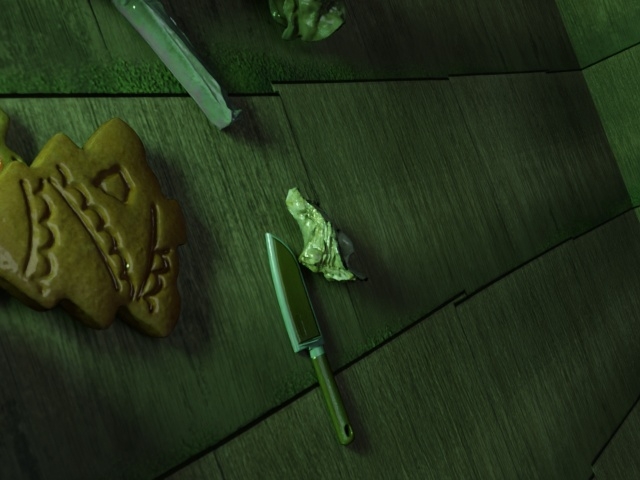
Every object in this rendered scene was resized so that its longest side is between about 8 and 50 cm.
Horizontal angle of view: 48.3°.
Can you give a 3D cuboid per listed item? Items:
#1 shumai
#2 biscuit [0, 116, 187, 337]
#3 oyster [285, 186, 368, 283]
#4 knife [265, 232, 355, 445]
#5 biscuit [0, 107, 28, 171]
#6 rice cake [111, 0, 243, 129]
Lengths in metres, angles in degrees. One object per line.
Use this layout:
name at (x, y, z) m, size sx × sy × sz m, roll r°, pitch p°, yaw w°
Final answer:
shumai at (-0.053, -0.442, 1.230) m, size 0.184 × 0.218 × 0.185 m, roll -39°, pitch 147°, yaw -75°
biscuit at (-0.268, -0.009, 0.822) m, size 0.306 × 0.043 × 0.283 m, roll -11°, pitch 86°, yaw -57°
oyster at (0.000, 0.000, 1.139) m, size 0.191 × 0.081 × 0.163 m, roll 64°, pitch 12°, yaw -7°
knife at (-0.018, 0.148, 1.079) m, size 0.061 × 0.027 × 0.342 m, roll -14°, pitch 84°, yaw -47°
biscuit at (-0.384, -0.060, 0.748) m, size 0.166 × 0.036 × 0.225 m, roll 12°, pitch 65°, yaw -47°
rice cake at (-0.209, -0.270, 1.032) m, size 0.270 × 0.049 × 0.055 m, roll 51°, pitch 20°, yaw -21°
